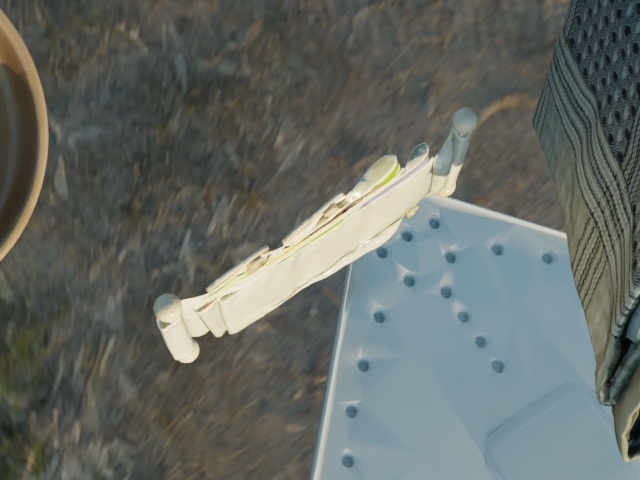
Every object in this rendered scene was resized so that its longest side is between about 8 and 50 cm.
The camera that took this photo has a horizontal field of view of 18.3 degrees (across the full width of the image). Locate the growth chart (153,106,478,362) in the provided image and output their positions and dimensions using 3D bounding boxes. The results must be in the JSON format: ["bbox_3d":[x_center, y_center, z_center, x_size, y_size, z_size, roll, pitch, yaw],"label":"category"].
[{"bbox_3d":[0.000,0.000,1.180,0.237,0.172,0.021,-33,78,-15],"label":"growth chart"}]

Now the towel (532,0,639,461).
[{"bbox_3d":[0.190,-0.086,1.147,0.056,0.312,0.324,6,42,-12],"label":"towel"}]

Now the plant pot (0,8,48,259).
[{"bbox_3d":[-0.310,-0.070,1.326,0.237,0.109,0.237,1,88,-35],"label":"plant pot"}]

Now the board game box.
[{"bbox_3d":[0.179,0.181,1.498,0.390,0.050,0.390,17,62,-12],"label":"board game box"}]
